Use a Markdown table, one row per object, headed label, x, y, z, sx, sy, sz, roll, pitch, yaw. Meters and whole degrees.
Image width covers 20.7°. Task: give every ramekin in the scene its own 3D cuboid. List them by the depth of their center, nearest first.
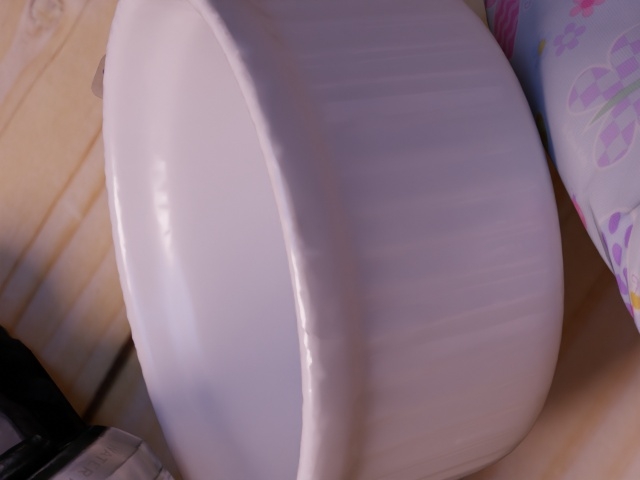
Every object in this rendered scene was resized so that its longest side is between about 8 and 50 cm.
| label | x | y | z | sx | sy | sz | roll | pitch | yaw |
| --- | --- | --- | --- | --- | --- | --- | --- | --- | --- |
| ramekin | 0.000 | 0.000 | 0.835 | 0.277 | 0.135 | 0.277 | 170 | 90 | -69 |

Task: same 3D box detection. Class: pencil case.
| label | x | y | z | sx | sy | sz | roll | pitch | yaw |
| --- | --- | --- | --- | --- | --- | --- | --- | --- | --- |
| pencil case | 0.157 | -0.062 | 0.767 | 0.124 | 0.113 | 0.273 | -32 | 34 | 13 |

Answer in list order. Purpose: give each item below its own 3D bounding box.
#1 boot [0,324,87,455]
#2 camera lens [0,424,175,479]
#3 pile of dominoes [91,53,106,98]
| label | x | y | z | sx | sy | sz | roll | pitch | yaw |
| --- | --- | --- | --- | --- | --- | --- | --- | --- | --- |
| boot | -0.355 | 0.207 | 1.082 | 0.367 | 0.146 | 0.445 | 38 | 105 | 24 |
| camera lens | -0.111 | 0.242 | 0.827 | 0.219 | 0.219 | 0.274 | -35 | 92 | 22 |
| pile of dominoes | -0.019 | -0.140 | 1.003 | 0.251 | 0.040 | 0.196 | 24 | 94 | 33 |
